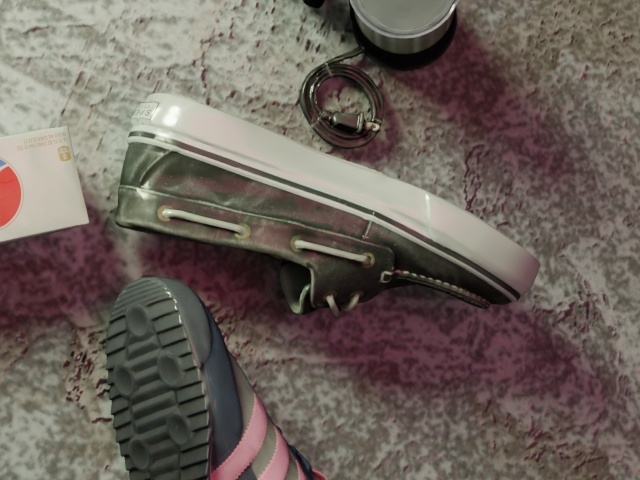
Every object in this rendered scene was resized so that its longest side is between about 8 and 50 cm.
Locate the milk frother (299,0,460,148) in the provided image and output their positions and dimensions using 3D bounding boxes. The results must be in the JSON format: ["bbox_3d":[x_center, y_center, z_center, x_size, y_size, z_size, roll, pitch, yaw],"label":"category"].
[{"bbox_3d":[0.044,-0.149,1.447,0.129,0.135,0.143,-4,85,3],"label":"milk frother"}]

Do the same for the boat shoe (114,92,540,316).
[{"bbox_3d":[0.000,0.000,1.438,0.335,0.121,0.119,20,85,-14],"label":"boat shoe"}]

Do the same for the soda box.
[{"bbox_3d":[-0.273,-0.023,1.308,0.216,0.069,0.074,-13,93,-29],"label":"soda box"}]

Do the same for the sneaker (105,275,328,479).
[{"bbox_3d":[-0.059,0.168,1.401,0.131,0.112,0.319,-22,100,-44],"label":"sneaker"}]
